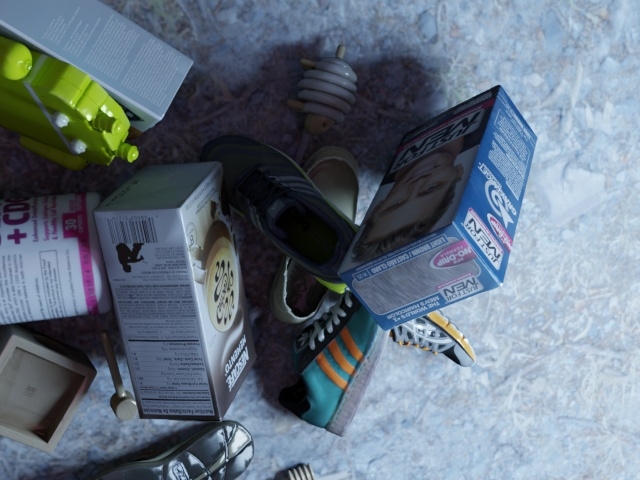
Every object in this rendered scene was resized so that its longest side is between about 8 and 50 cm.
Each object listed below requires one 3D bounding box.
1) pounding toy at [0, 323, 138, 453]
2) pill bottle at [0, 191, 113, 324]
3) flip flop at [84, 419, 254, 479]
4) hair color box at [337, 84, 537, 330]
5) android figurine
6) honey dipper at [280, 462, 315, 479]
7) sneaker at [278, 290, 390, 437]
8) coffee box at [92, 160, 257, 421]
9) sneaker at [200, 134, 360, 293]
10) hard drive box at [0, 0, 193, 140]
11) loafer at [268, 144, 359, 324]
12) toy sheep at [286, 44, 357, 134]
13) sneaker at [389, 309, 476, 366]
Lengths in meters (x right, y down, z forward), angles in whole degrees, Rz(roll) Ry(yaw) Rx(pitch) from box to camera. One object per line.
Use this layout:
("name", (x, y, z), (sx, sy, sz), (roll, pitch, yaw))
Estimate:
("pounding toy", (-0.351, 0.187, 1.246), (0.206, 0.094, 0.181), (31, 88, -28))
("pill bottle", (-0.412, 0.029, 1.152), (0.283, 0.160, 0.160), (-6, 103, -12))
("flip flop", (-0.228, 0.340, 1.320), (0.277, 0.080, 0.112), (-25, 103, -25))
("hair color box", (0.162, -0.053, 1.181), (0.174, 0.347, 0.105), (-27, 112, 34))
("android figurine", (-0.340, -0.165, 1.089), (0.273, 0.248, 0.056), (23, 70, 13))
("honey dipper", (-0.087, 0.378, 1.388), (0.161, 0.030, 0.030), (-18, 106, -7))
("sneaker", (0.024, 0.145, 1.296), (0.121, 0.108, 0.302), (19, 116, -1))
("coffee box", (-0.180, 0.066, 1.185), (0.119, 0.168, 0.297), (-2, 114, 14))
("sneaker", (-0.049, -0.048, 1.203), (0.300, 0.121, 0.111), (37, 92, 20))
("hard drive box", (-0.294, -0.228, 1.114), (0.232, 0.181, 0.089), (31, 76, -18))
("loafer", (0.000, 0.000, 1.295), (0.102, 0.092, 0.268), (11, 98, -17))
("toy sheep", (0.008, -0.208, 1.259), (0.091, 0.091, 0.132), (16, 92, -18))
("sneaker", (0.143, 0.127, 1.372), (0.215, 0.084, 0.083), (39, 93, -10))
